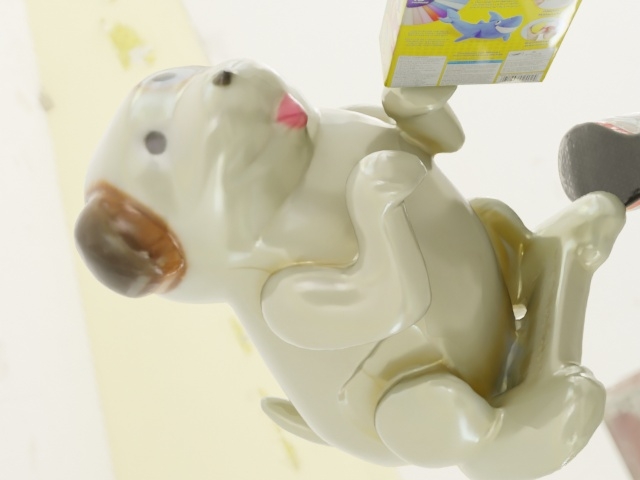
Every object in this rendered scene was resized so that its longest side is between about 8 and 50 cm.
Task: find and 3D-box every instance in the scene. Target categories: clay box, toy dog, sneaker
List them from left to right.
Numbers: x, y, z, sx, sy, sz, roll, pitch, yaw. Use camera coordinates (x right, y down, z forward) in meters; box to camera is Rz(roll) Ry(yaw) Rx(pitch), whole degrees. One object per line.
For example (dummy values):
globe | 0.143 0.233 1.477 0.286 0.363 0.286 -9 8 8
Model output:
toy dog | 0.000 0.000 1.147 0.408 0.395 0.284 35 -125 -19
clay box | 0.117 -0.181 0.952 0.222 0.128 0.053 103 163 -67
sneaker | 0.336 -0.080 1.216 0.270 0.145 0.090 165 97 -68
